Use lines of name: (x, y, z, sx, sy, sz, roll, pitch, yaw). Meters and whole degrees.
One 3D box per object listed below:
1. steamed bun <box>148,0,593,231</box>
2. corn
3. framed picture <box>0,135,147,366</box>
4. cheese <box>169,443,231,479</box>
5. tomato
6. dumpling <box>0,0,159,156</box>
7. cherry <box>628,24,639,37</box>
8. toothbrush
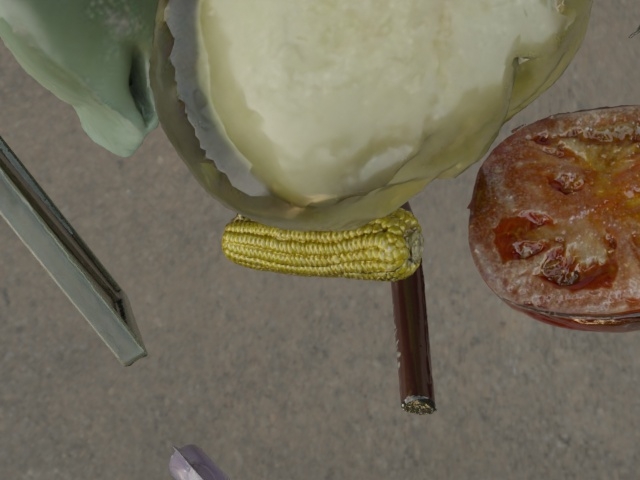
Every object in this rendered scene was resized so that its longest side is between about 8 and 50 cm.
steamed bun: (0.011, -0.206, 0.642, 0.324, 0.230, 0.372, -25, 96, -9)
corn: (0.000, 0.000, 0.908, 0.203, 0.072, 0.072, 2, 115, 29)
framed picture: (-0.219, -0.068, 0.608, 0.020, 0.240, 0.324, -38, 102, -9)
cheese: (-0.120, 0.263, 1.044, 0.042, 0.191, 0.105, -43, 77, -13)
tomato: (0.352, -0.006, 1.206, 0.338, 0.338, 0.144, -12, 142, 18)
dumpling: (-0.189, -0.253, 0.856, 0.211, 0.270, 0.321, 25, 95, 4)
cherry: (0.381, -0.335, 0.975, 0.236, 0.213, 0.286, 23, 98, -14)
toothbrush: (0.093, 0.021, 1.064, 0.040, 0.364, 0.041, -1, 144, -1)
